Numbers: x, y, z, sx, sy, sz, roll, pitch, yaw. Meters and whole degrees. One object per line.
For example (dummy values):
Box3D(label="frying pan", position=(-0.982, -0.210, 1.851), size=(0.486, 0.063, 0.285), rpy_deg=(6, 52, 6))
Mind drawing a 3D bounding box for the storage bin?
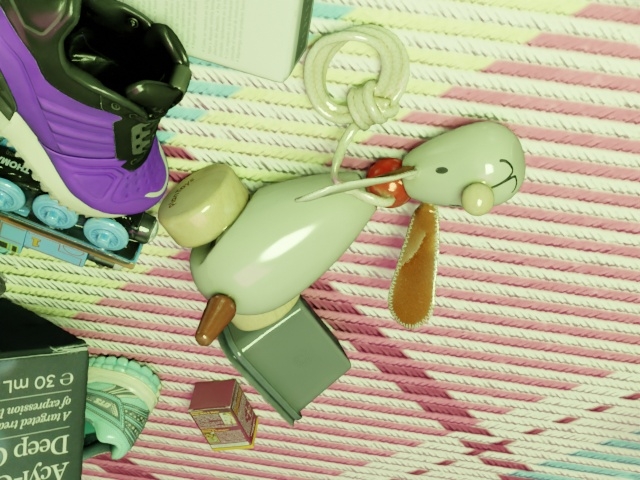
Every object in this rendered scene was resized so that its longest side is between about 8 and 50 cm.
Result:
Box3D(label="storage bin", position=(-0.036, 0.109, 0.922), size=(0.091, 0.098, 0.135), rpy_deg=(-35, 122, 1))

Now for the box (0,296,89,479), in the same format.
Box3D(label="box", position=(-0.412, 0.275, 0.846), size=(0.212, 0.294, 0.395), rpy_deg=(16, 104, 46))

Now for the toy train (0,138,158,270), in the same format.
Box3D(label="toy train", position=(-0.247, -0.028, 0.834), size=(0.184, 0.080, 0.105), rpy_deg=(22, 140, -12))

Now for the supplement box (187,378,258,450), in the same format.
Box3D(label="supplement box", position=(-0.114, 0.208, 1.046), size=(0.055, 0.043, 0.083), rpy_deg=(-7, 131, 16))

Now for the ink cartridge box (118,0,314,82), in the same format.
Box3D(label="ink cartridge box", position=(-0.112, -0.264, 0.606), size=(0.239, 0.060, 0.275), rpy_deg=(18, 134, 7))

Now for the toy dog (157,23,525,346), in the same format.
Box3D(label="toy dog", position=(0.000, 0.000, 0.758), size=(0.220, 0.161, 0.334), rpy_deg=(36, 128, -22))

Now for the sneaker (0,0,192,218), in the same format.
Box3D(label="sneaker", position=(-0.159, -0.103, 0.677), size=(0.146, 0.102, 0.293), rpy_deg=(-3, 154, 16))

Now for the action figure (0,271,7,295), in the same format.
Box3D(label="action figure", position=(-0.317, -0.081, 0.686), size=(0.141, 0.164, 0.275), rpy_deg=(9, 110, 11))

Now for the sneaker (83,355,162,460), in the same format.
Box3D(label="sneaker", position=(-0.330, 0.212, 1.031), size=(0.283, 0.122, 0.110), rpy_deg=(-12, 129, 20))
